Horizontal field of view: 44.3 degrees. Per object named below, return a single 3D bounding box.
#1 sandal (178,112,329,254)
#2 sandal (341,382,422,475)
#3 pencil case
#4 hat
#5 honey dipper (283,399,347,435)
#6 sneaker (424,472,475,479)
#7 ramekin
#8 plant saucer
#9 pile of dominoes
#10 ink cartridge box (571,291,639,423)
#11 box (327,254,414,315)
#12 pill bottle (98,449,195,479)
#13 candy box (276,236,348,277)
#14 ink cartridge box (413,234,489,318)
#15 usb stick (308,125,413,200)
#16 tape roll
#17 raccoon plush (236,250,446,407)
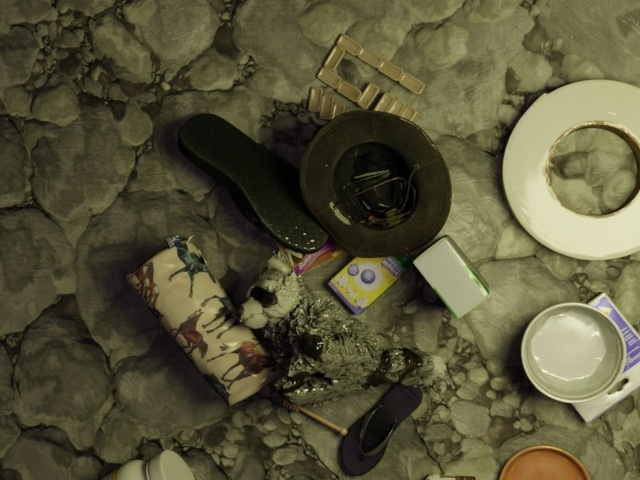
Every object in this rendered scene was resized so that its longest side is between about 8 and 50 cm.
[{"bbox_3d":[-0.143,-0.123,1.787,0.167,0.107,0.446,-36,68,-29],"label":"sandal"},{"bbox_3d":[0.131,0.422,1.780,0.097,0.054,0.254,35,96,7],"label":"sandal"},{"bbox_3d":[-0.250,0.184,1.786,0.183,0.160,0.410,-37,85,-17],"label":"pencil case"},{"bbox_3d":[0.122,-0.132,1.679,0.331,0.134,0.331,3,113,8],"label":"hat"},{"bbox_3d":[-0.010,0.405,1.809,0.161,0.030,0.030,26,95,14],"label":"honey dipper"},{"bbox_3d":[0.319,0.652,1.730,0.162,0.106,0.281,-6,89,6],"label":"sneaker"},{"bbox_3d":[0.521,0.227,1.642,0.207,0.109,0.207,0,90,11],"label":"ramekin"},{"bbox_3d":[0.493,0.547,1.732,0.200,0.037,0.200,0,90,10],"label":"plant saucer"},{"bbox_3d":[0.102,-0.324,1.796,0.251,0.040,0.196,36,99,15],"label":"pile of dominoes"},{"bbox_3d":[0.593,0.253,1.706,0.206,0.045,0.208,-38,83,8],"label":"ink cartridge box"},{"bbox_3d":[0.116,0.074,1.785,0.179,0.043,0.105,-44,85,6],"label":"box"},{"bbox_3d":[-0.457,0.628,1.813,0.334,0.188,0.188,-33,86,8],"label":"pill bottle"},{"bbox_3d":[0.000,0.000,1.785,0.187,0.053,0.109,-27,77,11],"label":"candy box"},{"bbox_3d":[0.282,0.072,1.675,0.087,0.208,0.153,-39,84,11],"label":"ink cartridge box"},{"bbox_3d":[0.095,-0.164,1.776,0.278,0.045,0.077,33,124,8],"label":"usb stick"},{"bbox_3d":[0.586,-0.151,1.690,0.392,0.072,0.392,0,92,9],"label":"tape roll"},{"bbox_3d":[0.030,0.198,1.753,0.216,0.446,0.299,-49,43,33],"label":"raccoon plush"}]
